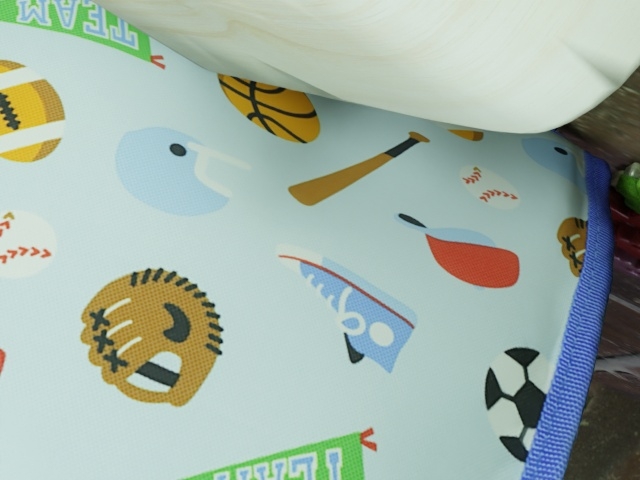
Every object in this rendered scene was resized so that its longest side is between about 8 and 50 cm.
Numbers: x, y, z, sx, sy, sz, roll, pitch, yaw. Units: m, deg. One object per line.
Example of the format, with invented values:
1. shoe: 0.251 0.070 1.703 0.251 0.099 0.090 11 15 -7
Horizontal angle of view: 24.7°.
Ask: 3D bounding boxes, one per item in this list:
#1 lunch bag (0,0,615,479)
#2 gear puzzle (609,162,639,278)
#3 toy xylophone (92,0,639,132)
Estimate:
1. lunch bag: -0.062 0.038 0.636 0.328 0.385 0.239 27 145 -4
2. gear puzzle: 0.223 0.017 0.752 0.175 0.044 0.339 27 176 2
3. toy xylophone: -0.040 -0.117 0.444 0.236 0.081 0.322 29 176 -40
